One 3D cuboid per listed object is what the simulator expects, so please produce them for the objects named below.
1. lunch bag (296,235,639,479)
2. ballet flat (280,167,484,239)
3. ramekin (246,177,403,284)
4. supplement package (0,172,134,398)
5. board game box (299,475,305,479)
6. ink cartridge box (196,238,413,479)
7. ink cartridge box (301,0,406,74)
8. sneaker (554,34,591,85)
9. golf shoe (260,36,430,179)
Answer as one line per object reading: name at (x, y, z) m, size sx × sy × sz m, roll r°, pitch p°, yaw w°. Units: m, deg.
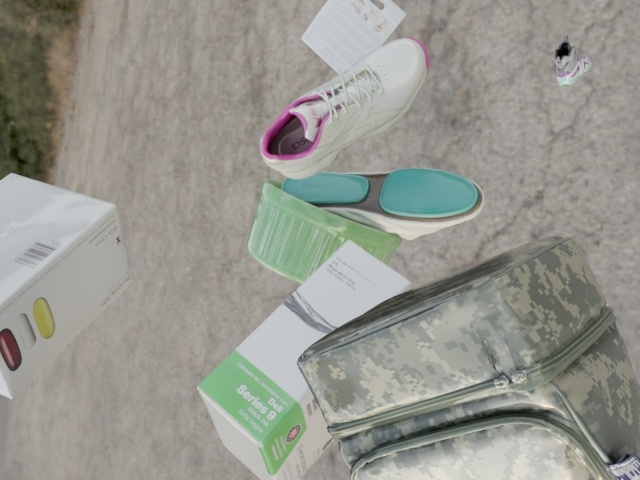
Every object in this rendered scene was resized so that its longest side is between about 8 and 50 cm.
lunch bag at (0.164, 0.165, 0.798) m, size 0.305 × 0.212 × 0.256 m, roll -27°, pitch 88°, yaw 38°
ballet flat at (0.117, -0.062, 1.502) m, size 0.400 × 0.139 × 0.139 m, roll 3°, pitch 92°, yaw 22°
ramekin at (0.000, 0.000, 1.577) m, size 0.303 × 0.303 × 0.148 m, roll 35°, pitch 104°, yaw 59°
supplement package at (-0.427, 0.052, 1.096) m, size 0.204 × 0.262 × 0.145 m, roll 17°, pitch 133°, yaw 22°
board game box at (-0.079, 0.571, 1.920) m, size 0.020 × 0.090 × 0.090 m, roll -49°, pitch 36°, yaw 27°
ink cartridge box at (-0.006, 0.171, 1.063) m, size 0.121 × 0.289 × 0.211 m, roll 35°, pitch 155°, yaw 25°
ink cartridge box at (0.067, -0.420, 1.553) m, size 0.145 × 0.045 × 0.179 m, roll 44°, pitch 116°, yaw 5°
sneaker at (0.392, -0.290, 1.233) m, size 0.038 × 0.098 × 0.069 m, roll -5°, pitch 118°, yaw 37°
golf shoe at (0.035, -0.201, 1.214) m, size 0.306 × 0.140 × 0.115 m, roll -39°, pitch 79°, yaw 16°
